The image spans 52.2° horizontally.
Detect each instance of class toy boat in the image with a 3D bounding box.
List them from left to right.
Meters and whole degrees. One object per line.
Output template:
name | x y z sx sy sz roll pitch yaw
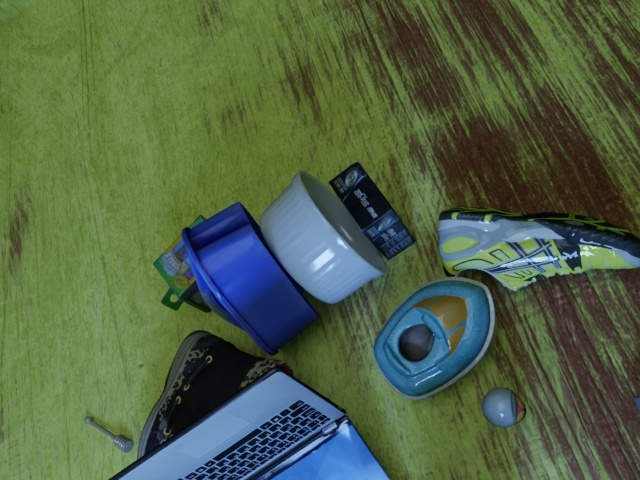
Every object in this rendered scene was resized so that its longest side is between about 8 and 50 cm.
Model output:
toy boat | 0.255 0.217 1.218 0.267 0.148 0.318 -48 59 7

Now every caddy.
caddy | -0.158 0.089 1.368 0.179 0.341 0.241 -35 33 -1

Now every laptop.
laptop | -0.090 0.476 1.146 0.382 0.408 0.236 -35 49 6

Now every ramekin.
ramekin | 0.000 0.000 1.369 0.135 0.277 0.277 -41 58 14

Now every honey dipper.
honey dipper | -0.506 0.453 1.547 0.160 0.030 0.030 20 78 32

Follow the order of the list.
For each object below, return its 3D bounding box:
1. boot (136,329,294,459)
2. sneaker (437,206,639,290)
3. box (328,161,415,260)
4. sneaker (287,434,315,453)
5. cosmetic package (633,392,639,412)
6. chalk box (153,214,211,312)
boot | -0.215 0.386 1.344 0.284 0.138 0.377 5 69 40
sneaker | 0.418 0.022 1.263 0.384 0.145 0.147 7 102 25
box | 0.112 -0.060 1.389 0.077 0.180 0.147 -36 58 7
sneaker | -0.086 0.357 1.371 0.086 0.064 0.192 -33 60 7
cosmetic package | 0.690 0.301 0.863 0.393 0.327 0.329 -22 70 15
chalk box | -0.292 0.074 1.548 0.213 0.132 0.132 -44 58 0
